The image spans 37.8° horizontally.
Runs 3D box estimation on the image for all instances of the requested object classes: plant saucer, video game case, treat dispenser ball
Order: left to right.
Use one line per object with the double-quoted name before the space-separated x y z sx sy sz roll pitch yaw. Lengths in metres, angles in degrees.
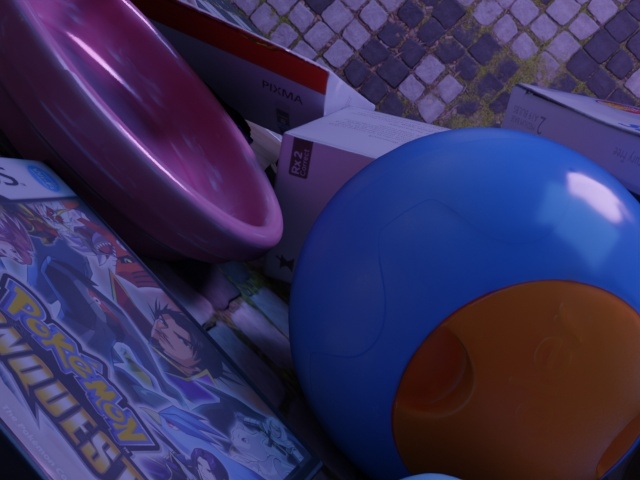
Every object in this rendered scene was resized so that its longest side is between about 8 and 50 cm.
"video game case" -0.128 0.056 0.490 0.275 0.035 0.248 46 11 8
"plant saucer" -0.164 -0.105 0.758 0.332 0.084 0.332 50 11 -14
"treat dispenser ball" 0.120 0.059 0.709 0.288 0.288 0.288 42 11 -10

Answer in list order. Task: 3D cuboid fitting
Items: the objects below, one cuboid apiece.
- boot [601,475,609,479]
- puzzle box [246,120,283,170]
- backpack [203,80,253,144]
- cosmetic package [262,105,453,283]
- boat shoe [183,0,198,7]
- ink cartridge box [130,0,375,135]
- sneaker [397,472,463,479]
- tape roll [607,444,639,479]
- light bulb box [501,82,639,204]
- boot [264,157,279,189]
"boot" 0.227 0.212 0.927 0.123 0.095 0.258 32 43 -48
"puzzle box" -0.065 -0.152 1.441 0.409 0.052 0.272 39 13 -27
"backpack" -0.131 -0.121 1.000 0.105 0.084 0.114 45 4 10
"cosmetic package" 0.053 -0.038 0.950 0.151 0.151 0.183 16 23 18
"boat shoe" -0.296 -0.373 1.272 0.324 0.116 0.097 21 28 -51
"ink cartridge box" -0.124 -0.194 1.022 0.308 0.091 0.385 26 7 13
"sneaker" 0.158 0.271 0.515 0.319 0.127 0.208 28 15 -25
"tape roll" 0.407 0.267 0.988 0.100 0.286 0.286 43 11 -11
"light bulb box" 0.393 0.009 0.932 0.361 0.225 0.358 8 17 -20
"boot" 0.031 -0.067 1.253 0.198 0.137 0.077 46 11 7
